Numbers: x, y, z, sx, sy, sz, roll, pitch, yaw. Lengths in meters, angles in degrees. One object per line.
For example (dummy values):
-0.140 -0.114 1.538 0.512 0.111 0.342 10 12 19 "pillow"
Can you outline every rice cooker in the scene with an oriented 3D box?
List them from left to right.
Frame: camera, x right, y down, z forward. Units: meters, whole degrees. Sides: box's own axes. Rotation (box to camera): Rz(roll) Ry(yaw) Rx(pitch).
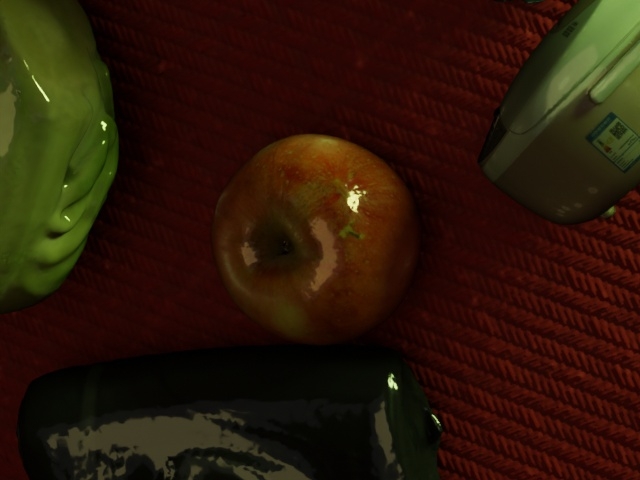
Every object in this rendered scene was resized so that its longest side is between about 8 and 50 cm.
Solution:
0.206 -0.104 1.264 0.206 0.145 0.127 -43 96 15 "rice cooker"

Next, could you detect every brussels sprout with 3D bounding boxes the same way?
-0.313 -0.070 1.384 0.328 0.247 0.328 4 105 15 "brussels sprout"

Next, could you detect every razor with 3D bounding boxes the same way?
-0.073 0.188 1.411 0.349 0.113 0.204 -6 98 16 "razor"

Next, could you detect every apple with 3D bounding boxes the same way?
0.000 0.000 1.352 0.163 0.139 0.163 4 99 30 "apple"

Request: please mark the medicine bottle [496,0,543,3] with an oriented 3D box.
0.131 -0.377 1.197 0.108 0.108 0.426 3 120 17 "medicine bottle"
